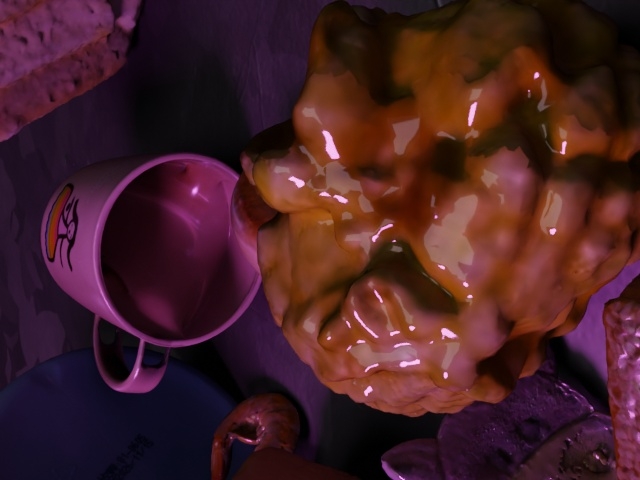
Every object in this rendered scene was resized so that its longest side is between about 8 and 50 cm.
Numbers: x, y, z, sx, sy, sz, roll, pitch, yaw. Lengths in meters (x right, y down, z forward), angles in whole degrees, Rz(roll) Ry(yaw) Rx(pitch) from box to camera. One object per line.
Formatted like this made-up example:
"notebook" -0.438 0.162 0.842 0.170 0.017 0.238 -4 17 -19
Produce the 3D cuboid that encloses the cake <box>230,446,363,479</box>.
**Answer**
"cake" 0.035 0.361 0.584 0.321 0.332 0.332 20 117 17

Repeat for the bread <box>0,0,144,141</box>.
"bread" -0.338 -0.305 0.882 0.239 0.264 0.395 28 121 29

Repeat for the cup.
"cup" -0.196 0.031 0.821 0.200 0.191 0.253 7 87 51

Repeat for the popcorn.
"popcorn" 0.073 -0.024 0.472 0.270 0.224 0.258 -4 96 35

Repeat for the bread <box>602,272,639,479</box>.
"bread" 0.255 0.134 0.395 0.184 0.110 0.234 1 102 47

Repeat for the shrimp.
"shrimp" -0.079 0.231 0.789 0.095 0.162 0.045 15 152 13

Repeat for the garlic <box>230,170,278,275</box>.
"garlic" 0.004 0.004 0.668 0.206 0.128 0.115 30 145 34

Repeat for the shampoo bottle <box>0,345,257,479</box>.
"shampoo bottle" -0.261 0.343 0.877 0.331 0.331 0.343 54 134 26

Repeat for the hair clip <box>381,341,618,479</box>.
"hair clip" 0.132 0.164 0.511 0.146 0.187 0.056 46 173 20
